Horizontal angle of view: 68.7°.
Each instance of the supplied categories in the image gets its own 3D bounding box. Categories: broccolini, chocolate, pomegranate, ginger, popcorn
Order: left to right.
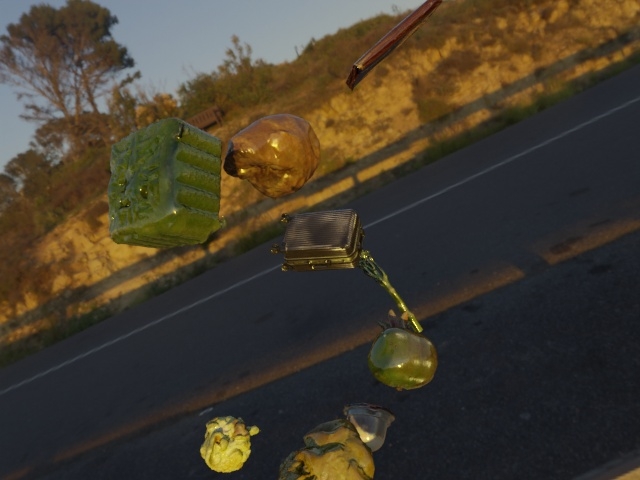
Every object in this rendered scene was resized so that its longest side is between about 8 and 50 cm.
[{"bbox_3d":[-0.246,0.537,1.238,0.141,0.135,0.162,10,30,33],"label":"popcorn"},{"bbox_3d":[-0.126,-0.259,1.322,0.200,0.269,0.223,-12,56,39],"label":"ginger"},{"bbox_3d":[0.177,0.703,1.742,0.221,0.221,0.147,-20,41,26],"label":"chocolate"},{"bbox_3d":[0.239,0.189,1.754,0.079,0.392,0.074,-34,-3,-11],"label":"broccolini"},{"bbox_3d":[0.181,0.247,1.071,0.191,0.152,0.131,-98,30,-57],"label":"pomegranate"}]

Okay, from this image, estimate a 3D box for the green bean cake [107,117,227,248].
[{"bbox_3d":[-0.343,-0.115,1.023,0.247,0.250,0.156,-7,-14,35],"label":"green bean cake"}]

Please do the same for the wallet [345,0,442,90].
[{"bbox_3d":[0.110,-0.310,0.734,0.176,0.026,0.095,-44,4,-7],"label":"wallet"}]

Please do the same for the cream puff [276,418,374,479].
[{"bbox_3d":[0.011,0.647,1.298,0.270,0.274,0.323,5,6,-8],"label":"cream puff"}]

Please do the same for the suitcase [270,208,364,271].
[{"bbox_3d":[0.000,0.000,0.691,0.126,0.059,0.086,-5,48,21],"label":"suitcase"}]
